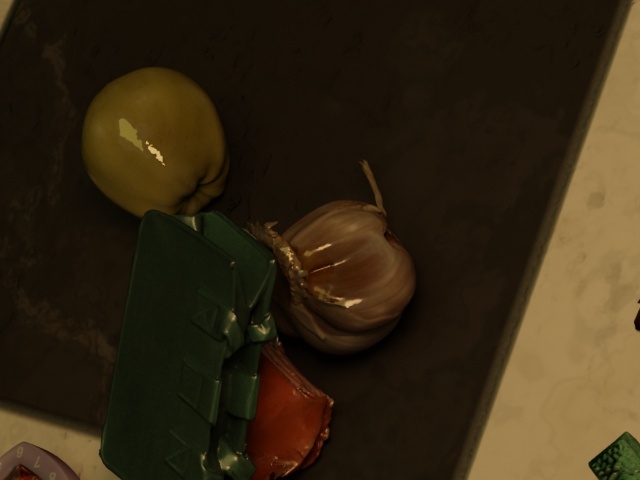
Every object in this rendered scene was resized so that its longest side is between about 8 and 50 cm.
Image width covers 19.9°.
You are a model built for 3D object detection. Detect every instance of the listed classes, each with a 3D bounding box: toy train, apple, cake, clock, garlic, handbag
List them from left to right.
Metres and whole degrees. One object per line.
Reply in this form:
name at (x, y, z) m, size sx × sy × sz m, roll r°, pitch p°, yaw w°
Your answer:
clock at (-0.359, 0.336, 2.251) m, size 0.198 × 0.064 × 0.172 m, roll -12°, pitch 61°, yaw 29°
apple at (-0.206, -0.118, 2.304) m, size 0.200 × 0.200 × 0.200 m, roll -16°, pitch 59°, yaw 28°
handbag at (-0.143, 0.140, 2.053) m, size 0.238 × 0.089 × 0.326 m, roll 33°, pitch 115°, yaw 55°
cake at (-0.071, 0.147, 2.129) m, size 0.135 × 0.098 × 0.287 m, roll -38°, pitch 57°, yaw 25°
garlic at (0.000, 0.000, 2.086) m, size 0.207 × 0.207 × 0.256 m, roll -15°, pitch 63°, yaw 28°
toy train at (0.329, 0.260, 1.796) m, size 0.070 × 0.099 × 0.172 m, roll -42°, pitch 49°, yaw 8°

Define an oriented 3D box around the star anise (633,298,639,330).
star anise at (0.399, 0.089, 1.859) m, size 0.144 × 0.158 × 0.140 m, roll 45°, pitch 108°, yaw 7°
